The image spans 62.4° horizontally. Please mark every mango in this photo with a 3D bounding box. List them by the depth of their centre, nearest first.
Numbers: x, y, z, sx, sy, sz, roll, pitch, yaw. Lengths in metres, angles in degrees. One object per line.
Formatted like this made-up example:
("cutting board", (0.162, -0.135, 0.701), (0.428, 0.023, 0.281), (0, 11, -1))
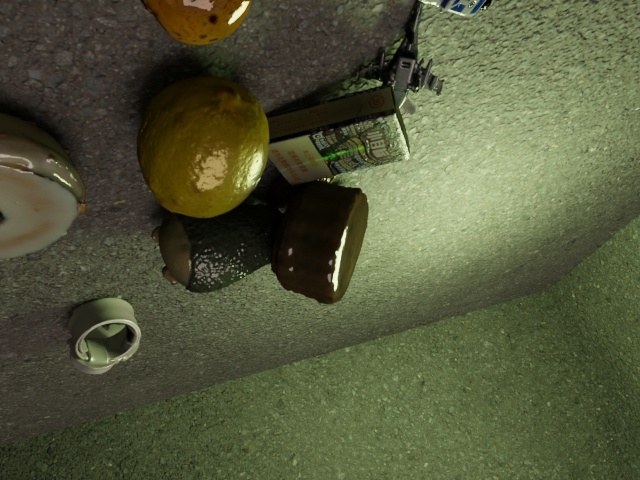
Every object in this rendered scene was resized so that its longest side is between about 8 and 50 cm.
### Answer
("mango", (-0.162, -0.415, 0.731), (0.191, 0.159, 0.290), (13, 135, -34))

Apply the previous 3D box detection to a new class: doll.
("doll", (-0.252, 0.002, 1.400), (0.350, 0.247, 0.247), (-17, 155, -30))

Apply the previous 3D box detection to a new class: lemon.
("lemon", (-0.225, -0.181, 1.024), (0.261, 0.260, 0.284), (-14, 151, -13))

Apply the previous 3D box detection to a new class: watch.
("watch", (-0.689, 0.290, 1.722), (0.244, 0.196, 0.231), (4, 123, -41))

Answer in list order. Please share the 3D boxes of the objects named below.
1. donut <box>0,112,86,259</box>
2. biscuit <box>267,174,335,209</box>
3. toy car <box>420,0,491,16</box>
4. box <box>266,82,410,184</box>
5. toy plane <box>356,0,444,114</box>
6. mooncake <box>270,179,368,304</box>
("donut", (-0.648, -0.101, 0.991), (0.383, 0.142, 0.382), (-16, 153, -8))
("biscuit", (-0.051, -0.147, 1.456), (0.176, 0.031, 0.228), (5, 144, -39))
("toy car", (0.260, -0.476, 1.007), (0.171, 0.070, 0.080), (0, 147, -34))
("box", (0.036, -0.234, 1.214), (0.311, 0.084, 0.198), (-11, 156, 15))
("toy plane", (0.180, -0.380, 1.117), (0.193, 0.088, 0.262), (10, 147, 1))
("mooncake", (0.000, 0.001, 1.389), (0.187, 0.323, 0.324), (15, 156, 12))
